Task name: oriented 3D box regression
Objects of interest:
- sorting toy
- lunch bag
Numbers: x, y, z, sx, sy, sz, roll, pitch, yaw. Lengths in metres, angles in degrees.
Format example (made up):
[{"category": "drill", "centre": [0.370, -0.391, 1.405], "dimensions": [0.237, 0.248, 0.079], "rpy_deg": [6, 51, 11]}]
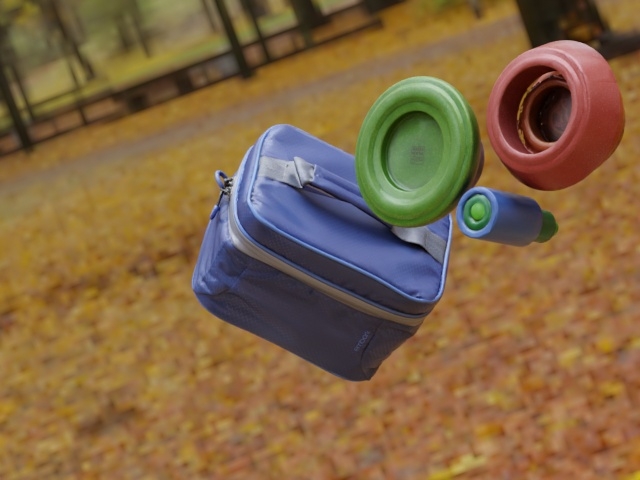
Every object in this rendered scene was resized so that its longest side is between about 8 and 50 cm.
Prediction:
[{"category": "sorting toy", "centre": [0.062, -0.028, 0.631], "dimensions": [0.102, 0.061, 0.042], "rpy_deg": [-15, -17, 40]}, {"category": "lunch bag", "centre": [0.000, 0.000, 0.742], "dimensions": [0.065, 0.098, 0.067], "rpy_deg": [-53, 17, 38]}]
